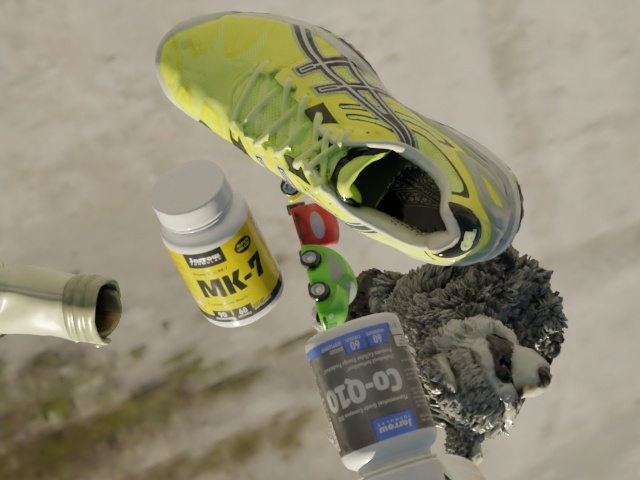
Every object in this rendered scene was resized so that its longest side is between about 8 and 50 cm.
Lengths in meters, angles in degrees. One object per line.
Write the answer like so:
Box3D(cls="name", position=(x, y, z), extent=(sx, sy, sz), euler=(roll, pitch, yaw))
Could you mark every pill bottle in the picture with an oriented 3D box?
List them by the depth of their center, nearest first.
Box3D(cls="pill bottle", position=(0.044, 0.131, 1.490), extent=(0.078, 0.137, 0.078), euler=(-18, 169, -4))
Box3D(cls="pill bottle", position=(-0.134, 0.003, 2.475), extent=(0.119, 0.119, 0.208), euler=(-26, 131, -1))

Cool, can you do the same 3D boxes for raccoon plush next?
Box3D(cls="raccoon plush", position=(0.126, 0.176, 2.535), extent=(0.446, 0.216, 0.299), euler=(-22, -160, 45))

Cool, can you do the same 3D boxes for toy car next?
Box3D(cls="toy car", position=(0.000, 0.000, 2.048), extent=(0.053, 0.225, 0.239), euler=(-15, 144, 0))

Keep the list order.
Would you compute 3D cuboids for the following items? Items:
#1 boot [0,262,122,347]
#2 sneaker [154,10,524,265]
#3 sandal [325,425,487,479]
Box3D(cls="boot", position=(-0.275, 0.066, 1.887), extent=(0.165, 0.077, 0.213), euler=(6, 169, 3))
Box3D(cls="sneaker", position=(0.011, -0.105, 1.797), extent=(0.145, 0.385, 0.147), euler=(-65, 167, 13))
Box3D(cls="sandal", position=(0.110, 0.233, 1.873), extent=(0.076, 0.265, 0.102), euler=(-50, 143, -5))
